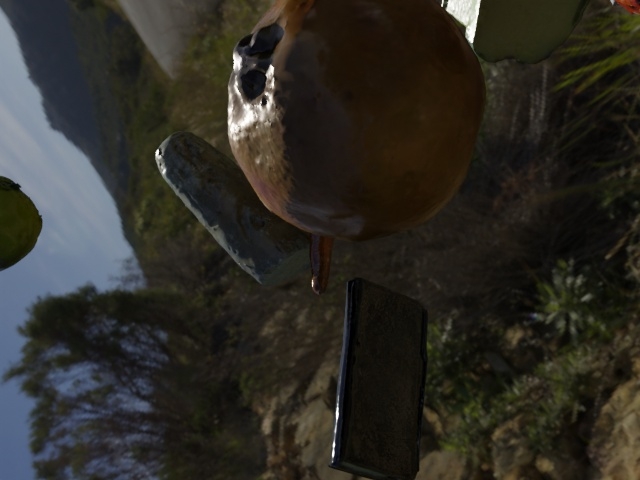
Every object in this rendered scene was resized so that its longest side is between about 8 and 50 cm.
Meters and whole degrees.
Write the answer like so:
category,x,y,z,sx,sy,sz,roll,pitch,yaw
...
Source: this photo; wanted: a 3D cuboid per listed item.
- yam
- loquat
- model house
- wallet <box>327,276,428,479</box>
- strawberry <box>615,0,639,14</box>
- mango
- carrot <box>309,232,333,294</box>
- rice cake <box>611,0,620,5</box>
category,x,y,z,sx,sy,sz,roll,pitch,yaw
yam,-0.146,-0.058,1.355,0.330,0.133,0.133,45,174,2
loquat,0.039,-0.158,0.961,0.328,0.328,0.328,55,175,7
model house,0.322,-0.427,1.361,0.189,0.214,0.195,-120,27,-49
wallet,0.099,0.227,1.297,0.172,0.318,0.045,22,148,-26
strawberry,0.421,-0.363,0.888,0.238,0.250,0.288,-6,163,39
mango,-0.434,-0.008,0.996,0.119,0.178,0.100,56,-163,-3
carrot,0.000,0.000,1.276,0.047,0.047,0.191,65,-153,-63
rice cake,0.657,-0.508,1.568,0.042,0.222,0.080,107,150,-60
